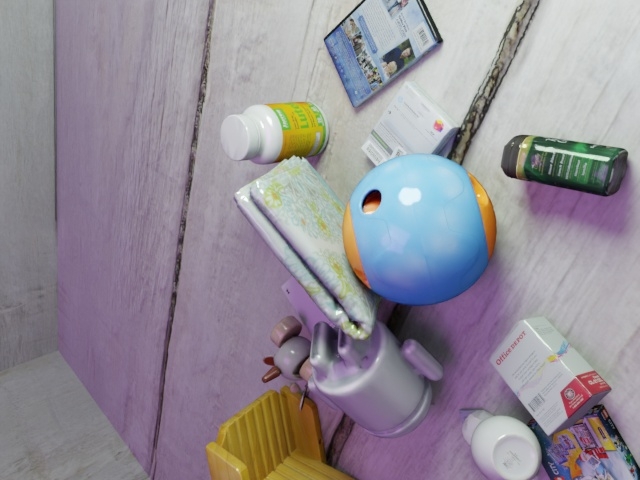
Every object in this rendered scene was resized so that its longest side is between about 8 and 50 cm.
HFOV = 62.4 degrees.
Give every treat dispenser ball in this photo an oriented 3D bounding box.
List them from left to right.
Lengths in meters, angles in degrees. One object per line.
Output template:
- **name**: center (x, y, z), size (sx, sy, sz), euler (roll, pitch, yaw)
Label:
- **treat dispenser ball**: center (0.184, -0.020, 1.006), size (0.288, 0.288, 0.289), euler (16, 114, 40)

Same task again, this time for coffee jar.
- **coffee jar**: center (0.407, -0.131, 0.893), size (0.184, 0.096, 0.079), euler (19, 113, 38)

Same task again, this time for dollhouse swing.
- **dollhouse swing**: center (-0.058, 0.609, 1.412), size (0.304, 0.346, 0.316), euler (-2, 101, 35)

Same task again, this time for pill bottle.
- **pill bottle**: center (-0.107, -0.252, 1.243), size (0.136, 0.245, 0.137), euler (16, 114, 40)

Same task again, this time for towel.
- **towel**: center (0.000, 0.000, 1.115), size (0.090, 0.320, 0.374), euler (-37, 96, 23)

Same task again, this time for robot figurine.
- **robot figurine**: center (0.120, 0.307, 1.183), size (0.299, 0.200, 0.353), euler (-23, 125, 28)

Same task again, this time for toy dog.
- **toy dog**: center (-0.070, 0.347, 1.366), size (0.220, 0.161, 0.334), euler (36, 154, 44)

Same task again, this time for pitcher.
- **pitcher**: center (0.376, 0.426, 1.046), size (0.177, 0.207, 0.125), euler (41, 85, 11)

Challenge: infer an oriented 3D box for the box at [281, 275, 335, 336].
- **box**: center (0.025, 0.130, 1.329), size (0.182, 0.119, 0.181), euler (57, 134, 15)

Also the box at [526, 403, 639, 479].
- **box**: center (0.518, 0.442, 1.005), size (0.159, 0.044, 0.233), euler (-35, 78, 45)

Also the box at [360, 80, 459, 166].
- **box**: center (0.184, -0.217, 1.122), size (0.145, 0.038, 0.186), euler (51, 133, 19)

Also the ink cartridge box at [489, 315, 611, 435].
- **ink cartridge box**: center (0.421, 0.248, 0.986), size (0.175, 0.072, 0.128), euler (57, 136, 38)

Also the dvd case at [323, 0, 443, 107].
- **dvd case**: center (0.123, -0.427, 1.125), size (0.253, 0.022, 0.181), euler (-29, 82, 45)

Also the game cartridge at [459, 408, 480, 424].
- **game cartridge**: center (0.347, 0.418, 1.184), size (0.056, 0.017, 0.083), euler (-19, 90, 49)
